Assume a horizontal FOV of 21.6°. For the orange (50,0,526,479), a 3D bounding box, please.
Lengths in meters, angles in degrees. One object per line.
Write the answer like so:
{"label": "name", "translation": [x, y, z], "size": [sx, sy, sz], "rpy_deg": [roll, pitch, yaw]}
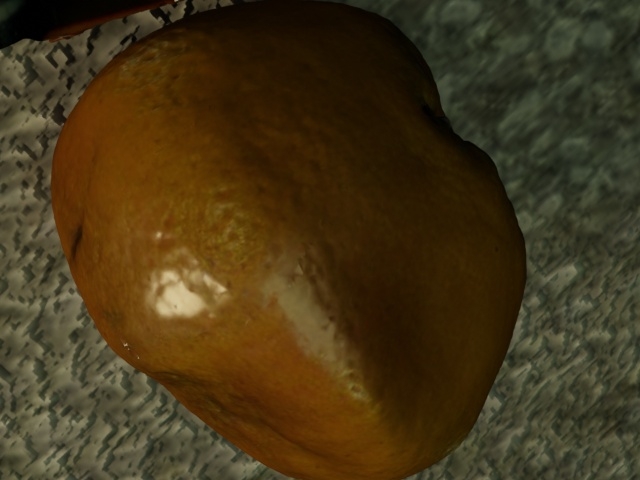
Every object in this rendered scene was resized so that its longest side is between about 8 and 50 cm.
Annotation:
{"label": "orange", "translation": [0.000, 0.000, 0.797], "size": [0.183, 0.249, 0.249], "rpy_deg": [-35, 128, 18]}

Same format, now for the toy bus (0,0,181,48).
{"label": "toy bus", "translation": [-0.056, -0.164, 0.780], "size": [0.409, 0.092, 0.093], "rpy_deg": [-17, 121, -16]}
